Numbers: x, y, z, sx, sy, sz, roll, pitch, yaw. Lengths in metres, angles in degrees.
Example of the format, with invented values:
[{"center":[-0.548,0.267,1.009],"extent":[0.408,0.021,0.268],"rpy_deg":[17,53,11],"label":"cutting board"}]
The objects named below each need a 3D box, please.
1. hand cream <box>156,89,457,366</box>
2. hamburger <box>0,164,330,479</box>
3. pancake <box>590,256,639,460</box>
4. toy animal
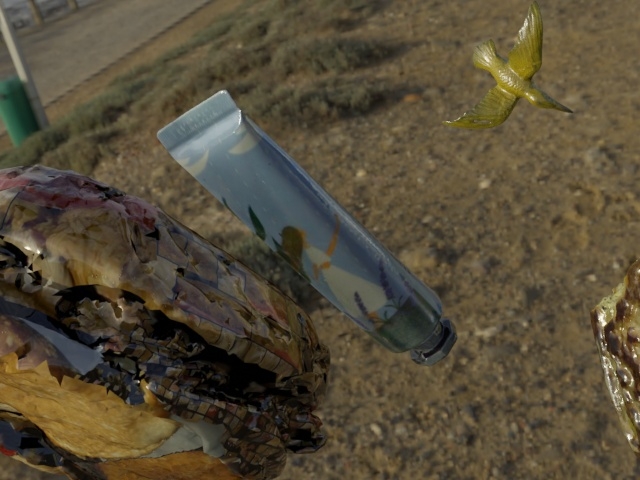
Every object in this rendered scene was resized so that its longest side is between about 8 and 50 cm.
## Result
[{"center":[0.000,0.000,0.618],"extent":[0.091,0.271,0.058],"rpy_deg":[-18,37,49],"label":"hand cream"},{"center":[-0.109,0.049,0.393],"extent":[0.231,0.231,0.106],"rpy_deg":[3,56,35],"label":"hamburger"},{"center":[0.342,0.137,0.832],"extent":[0.056,0.257,0.212],"rpy_deg":[-6,16,-18],"label":"pancake"},{"center":[0.292,-0.234,1.199],"extent":[0.155,0.219,0.095],"rpy_deg":[22,38,-5],"label":"toy animal"}]
